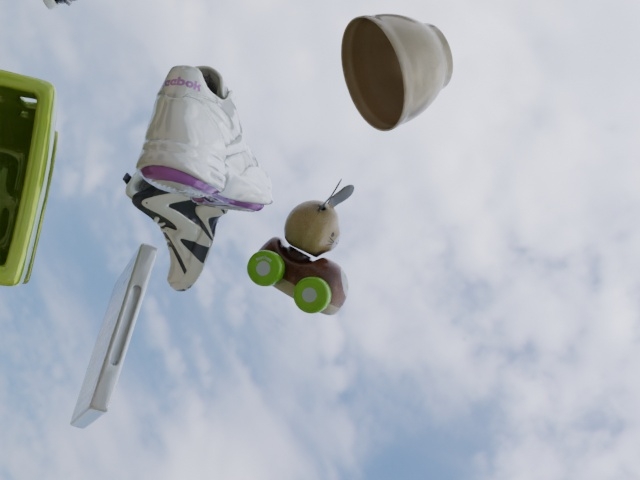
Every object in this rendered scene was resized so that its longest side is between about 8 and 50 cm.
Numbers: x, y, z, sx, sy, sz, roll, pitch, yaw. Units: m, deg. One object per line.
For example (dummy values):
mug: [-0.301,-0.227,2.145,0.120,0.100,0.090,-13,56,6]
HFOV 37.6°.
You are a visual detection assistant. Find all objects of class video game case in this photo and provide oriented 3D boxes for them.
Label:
video game case: [-0.265,0.128,1.200,0.227,0.026,0.206,143,-36,-64]

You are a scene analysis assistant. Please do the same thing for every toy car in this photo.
toy car: [0.000,0.000,1.371,0.149,0.155,0.188,29,-87,11]

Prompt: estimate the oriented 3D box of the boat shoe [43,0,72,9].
boat shoe: [-0.478,-0.538,1.612,0.302,0.091,0.114,76,-4,-55]

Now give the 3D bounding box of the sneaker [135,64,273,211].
sneaker: [-0.117,-0.115,1.107,0.114,0.305,0.152,7,-94,10]

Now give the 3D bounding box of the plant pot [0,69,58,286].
plant pot: [-0.417,-0.065,1.061,0.207,0.227,0.228,141,-42,-78]

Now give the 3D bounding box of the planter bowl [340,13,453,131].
planter bowl: [0.116,-0.245,1.320,0.162,0.109,0.162,47,-32,43]

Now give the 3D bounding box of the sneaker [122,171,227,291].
sneaker: [-0.220,-0.039,1.359,0.153,0.094,0.235,21,-51,-9]
